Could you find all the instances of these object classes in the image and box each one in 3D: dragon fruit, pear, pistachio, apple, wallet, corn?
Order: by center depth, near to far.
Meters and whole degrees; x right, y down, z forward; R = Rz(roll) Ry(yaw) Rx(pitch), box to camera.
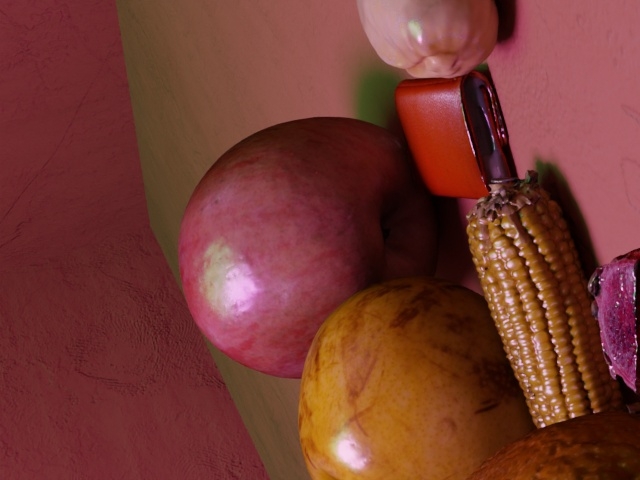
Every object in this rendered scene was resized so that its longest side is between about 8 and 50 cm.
[{"bbox_3d":[0.280,0.064,1.180,0.096,0.102,0.147,-166,68,-64],"label":"dragon fruit"},{"bbox_3d":[0.229,0.086,1.371,0.115,0.115,0.318,146,104,-75],"label":"corn"},{"bbox_3d":[0.111,-0.242,1.393,0.145,0.117,0.200,-58,31,21],"label":"pistachio"},{"bbox_3d":[0.105,0.178,1.481,0.280,0.280,0.281,161,90,-75],"label":"pear"},{"bbox_3d":[0.146,-0.115,1.537,0.204,0.045,0.142,-168,61,-72],"label":"wallet"},{"bbox_3d":[0.000,0.000,1.679,0.269,0.344,0.345,-31,76,39],"label":"apple"}]

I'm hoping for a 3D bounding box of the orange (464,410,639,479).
[{"bbox_3d":[0.248,0.309,1.177,0.357,0.322,0.322,101,147,-60],"label":"orange"}]
